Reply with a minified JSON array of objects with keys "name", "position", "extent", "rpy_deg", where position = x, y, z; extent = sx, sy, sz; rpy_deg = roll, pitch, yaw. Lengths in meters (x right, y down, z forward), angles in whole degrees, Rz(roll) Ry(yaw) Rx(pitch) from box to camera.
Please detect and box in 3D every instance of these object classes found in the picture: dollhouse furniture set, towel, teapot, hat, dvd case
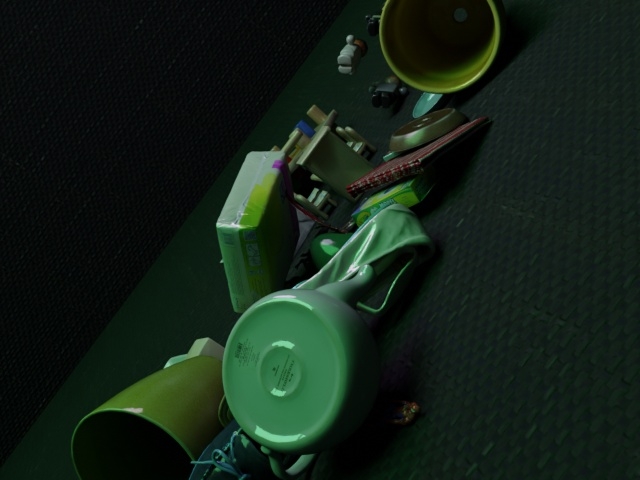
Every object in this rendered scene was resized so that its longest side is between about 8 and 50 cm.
[{"name":"dollhouse furniture set","position":[0.015,-0.182,1.975],"extent":[0.212,0.161,0.242],"rpy_deg":[-54,17,-4]},{"name":"towel","position":[0.186,-0.159,1.611],"extent":[0.199,0.031,0.275],"rpy_deg":[-34,8,-27]},{"name":"teapot","position":[-0.008,0.196,1.224],"extent":[0.256,0.187,0.252],"rpy_deg":[-31,69,25]},{"name":"hat","position":[0.000,0.000,1.619],"extent":[0.173,0.183,0.208],"rpy_deg":[-58,17,-21]},{"name":"dvd case","position":[0.183,-0.202,1.736],"extent":[0.087,0.013,0.119],"rpy_deg":[-26,11,24]}]

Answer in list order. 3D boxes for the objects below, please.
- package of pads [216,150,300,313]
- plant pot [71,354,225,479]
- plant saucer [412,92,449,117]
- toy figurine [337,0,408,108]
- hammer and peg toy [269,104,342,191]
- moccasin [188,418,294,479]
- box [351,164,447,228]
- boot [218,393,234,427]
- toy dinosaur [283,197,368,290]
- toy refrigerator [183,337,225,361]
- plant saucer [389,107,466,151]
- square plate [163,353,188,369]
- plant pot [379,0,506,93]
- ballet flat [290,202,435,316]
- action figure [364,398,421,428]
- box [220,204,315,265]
[{"name":"package of pads","position":[-0.124,-0.016,1.718],"extent":[0.101,0.229,0.296],"rpy_deg":[1,35,12]},{"name":"plant pot","position":[-0.272,0.354,1.580],"extent":[0.275,0.275,0.293],"rpy_deg":[-42,4,32]},{"name":"plant saucer","position":[0.255,-0.317,1.852],"extent":[0.119,0.021,0.119],"rpy_deg":[-46,19,21]},{"name":"toy figurine","position":[0.167,-0.457,2.044],"extent":[0.209,0.213,0.148],"rpy_deg":[-42,11,40]},{"name":"hammer and peg toy","position":[-0.069,-0.210,2.236],"extent":[0.266,0.127,0.361],"rpy_deg":[-43,10,30]},{"name":"moccasin","position":[-0.112,0.335,1.329],"extent":[0.342,0.138,0.117],"rpy_deg":[-58,10,-14]},{"name":"box","position":[0.151,-0.086,1.571],"extent":[0.179,0.043,0.105],"rpy_deg":[-25,14,41]},{"name":"boot","position":[-0.126,0.241,1.598],"extent":[0.283,0.109,0.220],"rpy_deg":[-58,19,-21]},{"name":"toy dinosaur","position":[0.006,0.011,1.806],"extent":[0.268,0.064,0.118],"rpy_deg":[-52,24,-5]},{"name":"toy refrigerator","position":[-0.289,0.356,1.817],"extent":[0.094,0.102,0.269],"rpy_deg":[-20,37,61]},{"name":"plant saucer","position":[0.210,-0.226,1.662],"extent":[0.168,0.029,0.168],"rpy_deg":[-24,15,7]},{"name":"square plate","position":[-0.386,0.430,2.011],"extent":[0.344,0.049,0.347],"rpy_deg":[-21,36,59]},{"name":"plant pot","position":[0.277,-0.463,1.756],"extent":[0.254,0.254,0.239],"rpy_deg":[-42,4,32]},{"name":"ballet flat","position":[0.032,0.102,1.361],"extent":[0.400,0.139,0.139],"rpy_deg":[-43,16,-9]},{"name":"action figure","position":[0.103,0.242,1.154],"extent":[0.115,0.030,0.038],"rpy_deg":[-25,27,53]},{"name":"box","position":[-0.140,0.003,2.140],"extent":[0.169,0.087,0.290],"rpy_deg":[-60,19,-20]}]
